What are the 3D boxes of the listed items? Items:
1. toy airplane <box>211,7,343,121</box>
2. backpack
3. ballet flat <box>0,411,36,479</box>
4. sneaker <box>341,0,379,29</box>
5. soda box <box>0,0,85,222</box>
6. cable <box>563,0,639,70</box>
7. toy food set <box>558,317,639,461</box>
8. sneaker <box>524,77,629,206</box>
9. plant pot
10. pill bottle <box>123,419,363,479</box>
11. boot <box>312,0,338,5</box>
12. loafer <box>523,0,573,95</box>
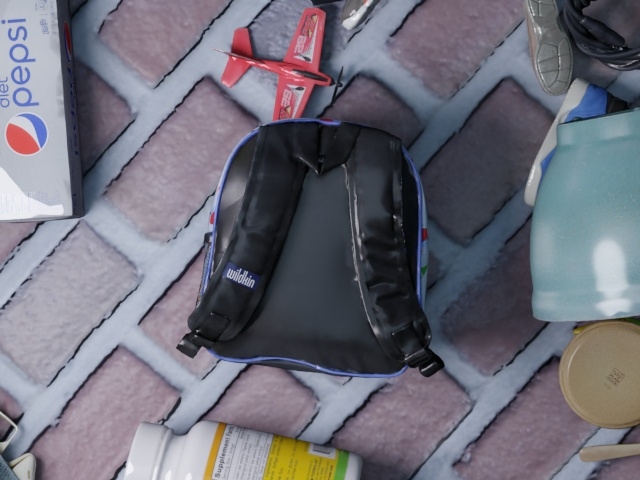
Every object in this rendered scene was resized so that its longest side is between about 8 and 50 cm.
[{"bbox_3d":[-0.048,-0.190,1.859,0.151,0.028,0.151,0,89,2],"label":"toy airplane"},{"bbox_3d":[0.000,0.000,1.770,0.277,0.213,0.263,7,98,-4],"label":"backpack"},{"bbox_3d":[-0.354,0.239,1.855,0.070,0.070,0.188,-34,92,2],"label":"ballet flat"},{"bbox_3d":[0.049,-0.300,1.764,0.065,0.061,0.157,25,90,2],"label":"sneaker"},{"bbox_3d":[-0.319,-0.163,1.833,0.091,0.098,0.286,-4,90,1],"label":"soda box"},{"bbox_3d":[0.333,-0.249,1.780,0.151,0.184,0.047,13,63,20],"label":"cable"},{"bbox_3d":[0.330,0.147,1.848,0.132,0.038,0.192,-7,97,8],"label":"toy food set"},{"bbox_3d":[0.287,-0.095,1.833,0.085,0.058,0.152,25,84,10],"label":"sneaker"},{"bbox_3d":[0.344,-0.043,1.707,0.293,0.293,0.196,-12,94,2],"label":"plant pot"},{"bbox_3d":[-0.086,0.272,1.807,0.246,0.136,0.136,13,90,2],"label":"pill bottle"},{"bbox_3d":[0.067,-0.384,1.822,0.207,0.094,0.246,-3,96,-2],"label":"boot"},{"bbox_3d":[0.250,-0.221,1.848,0.045,0.039,0.125,-12,93,-7],"label":"loafer"}]
